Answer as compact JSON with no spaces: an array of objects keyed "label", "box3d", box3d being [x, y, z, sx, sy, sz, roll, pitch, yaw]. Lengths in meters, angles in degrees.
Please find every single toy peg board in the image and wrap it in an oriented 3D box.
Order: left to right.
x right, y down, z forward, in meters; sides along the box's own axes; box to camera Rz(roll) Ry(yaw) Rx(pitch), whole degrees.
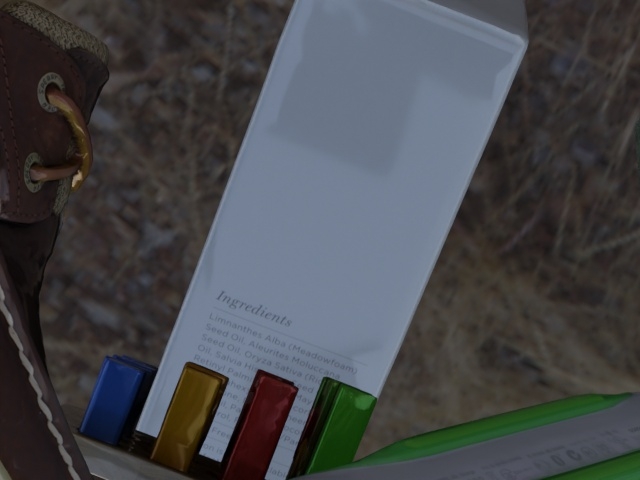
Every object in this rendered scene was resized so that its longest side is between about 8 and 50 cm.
[{"label":"toy peg board","box3d":[-0.048,0.088,0.843,0.161,0.079,0.161,22,176,-1]}]

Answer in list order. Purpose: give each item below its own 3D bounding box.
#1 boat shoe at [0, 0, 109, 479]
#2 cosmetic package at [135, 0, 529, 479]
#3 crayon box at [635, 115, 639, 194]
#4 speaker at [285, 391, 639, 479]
[{"label":"boat shoe","box3d":[-0.130,-0.045,0.614,0.342,0.123,0.123,67,166,4]},{"label":"cosmetic package","box3d":[0.000,0.000,1.318,0.161,0.230,0.453,21,111,-1]},{"label":"crayon box","box3d":[0.357,-0.105,1.258,0.203,0.083,0.323,-1,163,0]},{"label":"speaker","box3d":[0.078,0.139,0.713,0.131,0.296,0.131,7,99,44]}]
